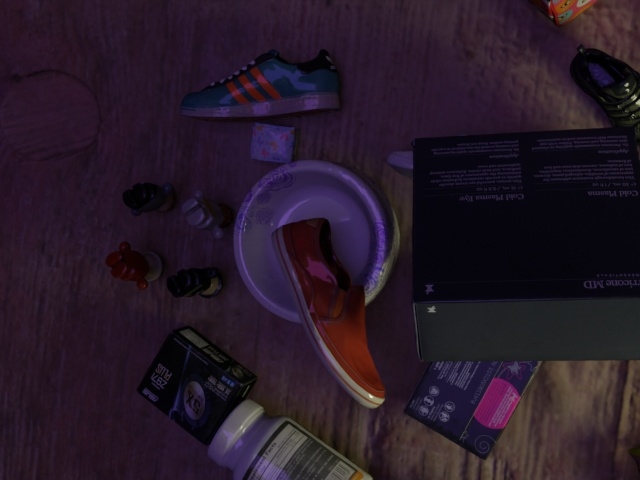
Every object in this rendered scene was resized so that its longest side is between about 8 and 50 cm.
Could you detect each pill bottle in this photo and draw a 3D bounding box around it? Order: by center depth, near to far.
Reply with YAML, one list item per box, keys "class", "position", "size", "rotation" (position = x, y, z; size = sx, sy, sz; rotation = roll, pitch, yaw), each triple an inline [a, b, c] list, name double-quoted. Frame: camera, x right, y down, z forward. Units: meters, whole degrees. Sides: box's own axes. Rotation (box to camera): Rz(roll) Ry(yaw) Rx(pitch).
- class: "pill bottle"
  position: [-0.056, 0.419, 1.548]
  size: [0.278, 0.162, 0.162]
  rotation: [32, 102, 15]

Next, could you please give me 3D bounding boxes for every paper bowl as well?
- class: "paper bowl"
  position: [0.000, 0.000, 1.516]
  size: [0.284, 0.148, 0.284]
  rotation: [1, 94, 19]

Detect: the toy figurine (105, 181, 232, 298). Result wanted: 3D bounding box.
- class: "toy figurine"
  position: [-0.276, 0.000, 1.618]
  size: [0.213, 0.148, 0.209]
  rotation: [12, 91, 20]

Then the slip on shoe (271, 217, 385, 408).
- class: "slip on shoe"
  position: [0.029, 0.112, 1.376]
  size: [0.101, 0.123, 0.331]
  rotation: [-27, 79, 14]

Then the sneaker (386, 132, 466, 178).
- class: "sneaker"
  position: [0.224, -0.144, 1.481]
  size: [0.212, 0.080, 0.094]
  rotation: [11, 84, 11]

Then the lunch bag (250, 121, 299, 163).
- class: "lunch bag"
  position: [-0.086, -0.181, 1.587]
  size: [0.083, 0.053, 0.071]
  rotation: [7, 97, 9]

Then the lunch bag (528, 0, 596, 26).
- class: "lunch bag"
  position: [0.428, -0.469, 1.290]
  size: [0.293, 0.258, 0.120]
  rotation: [-43, 80, 15]

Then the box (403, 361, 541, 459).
- class: "box"
  position: [0.273, 0.209, 1.437]
  size: [0.163, 0.142, 0.247]
  rotation: [29, 100, 17]

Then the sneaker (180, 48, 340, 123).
- class: "sneaker"
  position: [-0.113, -0.283, 1.568]
  size: [0.302, 0.108, 0.121]
  rotation: [-4, 91, 11]

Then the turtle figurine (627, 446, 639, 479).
- class: "turtle figurine"
  position: [0.546, 0.450, 1.384]
  size: [0.269, 0.087, 0.217]
  rotation: [-1, 92, 19]

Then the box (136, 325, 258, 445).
- class: "box"
  position: [-0.238, 0.277, 1.646]
  size: [0.180, 0.077, 0.147]
  rotation: [35, 103, 14]

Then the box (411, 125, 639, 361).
- class: "box"
  position: [0.311, 0.007, 1.292]
  size: [0.343, 0.179, 0.312]
  rotation: [-2, 53, 10]

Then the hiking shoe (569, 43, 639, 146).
- class: "hiking shoe"
  position: [0.485, -0.221, 1.358]
  size: [0.227, 0.114, 0.086]
  rotation: [43, 105, 12]
